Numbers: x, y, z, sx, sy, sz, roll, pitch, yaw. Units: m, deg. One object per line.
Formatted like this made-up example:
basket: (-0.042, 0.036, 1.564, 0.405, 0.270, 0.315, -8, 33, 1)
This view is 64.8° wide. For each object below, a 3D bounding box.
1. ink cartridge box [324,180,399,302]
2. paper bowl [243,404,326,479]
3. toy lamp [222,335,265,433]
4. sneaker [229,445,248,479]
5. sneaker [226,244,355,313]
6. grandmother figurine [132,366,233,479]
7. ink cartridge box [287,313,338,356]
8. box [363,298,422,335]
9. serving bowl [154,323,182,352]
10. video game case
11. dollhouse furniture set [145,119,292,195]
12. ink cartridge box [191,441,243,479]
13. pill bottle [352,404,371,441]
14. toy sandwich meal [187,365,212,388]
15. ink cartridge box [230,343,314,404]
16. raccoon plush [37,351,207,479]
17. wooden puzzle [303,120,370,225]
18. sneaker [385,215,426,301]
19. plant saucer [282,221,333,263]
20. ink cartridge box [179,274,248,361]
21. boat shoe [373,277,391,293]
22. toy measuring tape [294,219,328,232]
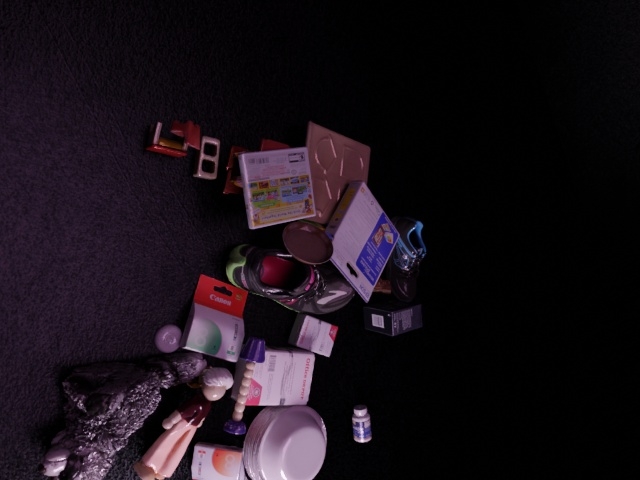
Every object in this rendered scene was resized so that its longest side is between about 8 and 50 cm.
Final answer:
ink cartridge box: (0.136, 0.007, 1.755, 0.304, 0.072, 0.307, 51, 60, -39)
paper bowl: (-0.095, 0.674, 1.636, 0.284, 0.148, 0.284, 2, 88, -41)
toy lamp: (-0.218, 0.420, 1.482, 0.080, 0.080, 0.275, 15, 85, -36)
sneaker: (-0.262, 0.767, 1.574, 0.091, 0.094, 0.258, 5, 81, -68)
sneaker: (-0.066, 0.140, 1.619, 0.482, 0.202, 0.185, 15, 83, -35)
grandmother figurine: (-0.371, 0.508, 1.431, 0.104, 0.208, 0.342, 35, 80, 9)
ink cartridge box: (-0.026, 0.325, 1.739, 0.150, 0.063, 0.109, 27, 75, -33)
box: (0.272, 0.287, 1.900, 0.158, 0.156, 0.093, -9, 97, -36)
serving bowl: (-0.436, 0.285, 1.459, 0.083, 0.027, 0.083, -2, 93, -36)
video game case: (-0.118, -0.154, 1.435, 0.227, 0.026, 0.207, -14, 101, -38)
dollhouse furniture set: (-0.289, -0.226, 1.447, 0.374, 0.201, 0.152, 9, 86, -37)
ink cartridge box: (-0.314, 0.703, 1.503, 0.145, 0.045, 0.179, 7, 83, 3)
pill bottle: (0.152, 0.679, 1.877, 0.067, 0.067, 0.120, -9, 96, -36)
toy sandwich meal: (-0.362, 0.407, 1.514, 0.085, 0.029, 0.086, -1, 92, -36)
ink cartridge box: (-0.150, 0.433, 1.627, 0.237, 0.100, 0.172, 13, 84, -35)
raccoon plush: (-0.494, 0.489, 1.325, 0.446, 0.216, 0.299, 0, 99, -37)
wooden puzzle: (0.040, -0.208, 1.751, 0.347, 0.080, 0.322, 13, 81, -47)
sneaker: (0.335, 0.077, 1.952, 0.125, 0.139, 0.341, -13, 100, -37)
plant saucer: (-0.041, 0.013, 1.554, 0.168, 0.029, 0.168, 16, 45, -16)
ink cartridge box: (-0.306, 0.234, 1.520, 0.181, 0.056, 0.225, 26, 69, -35)
boat shoe: (0.202, 0.165, 1.907, 0.178, 0.064, 0.060, 13, 78, -42)
toy measuring tape: (0.000, 0.000, 1.736, 0.330, 0.121, 0.122, 9, 86, -52)
